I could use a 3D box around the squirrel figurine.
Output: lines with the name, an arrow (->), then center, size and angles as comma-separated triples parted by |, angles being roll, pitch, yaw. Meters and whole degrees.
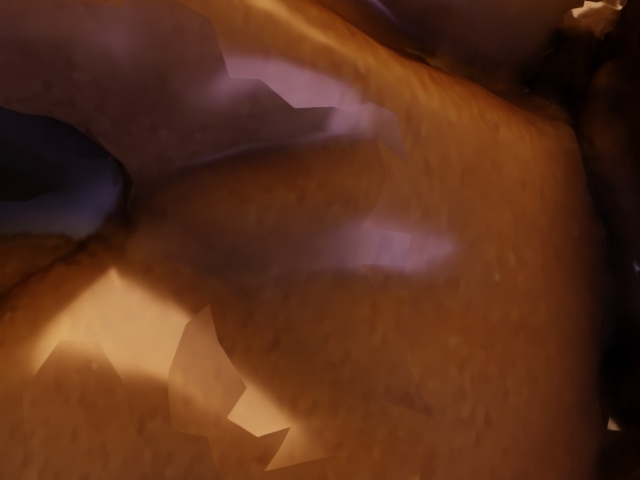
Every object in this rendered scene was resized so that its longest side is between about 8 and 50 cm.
squirrel figurine -> 0.032, -0.060, 0.459 | 0.281, 0.397, 0.370 | -111, -137, -77
